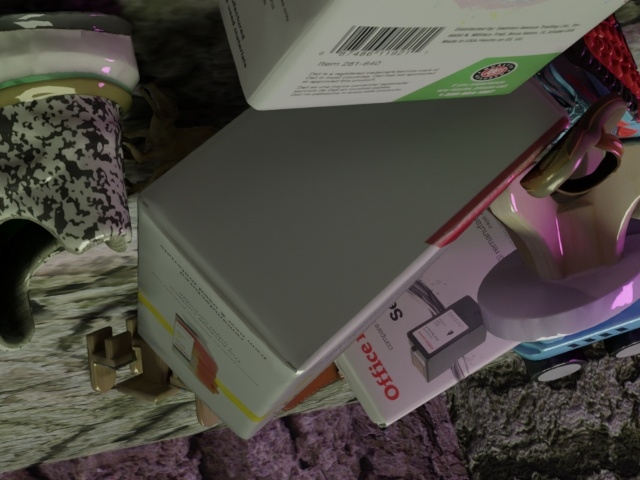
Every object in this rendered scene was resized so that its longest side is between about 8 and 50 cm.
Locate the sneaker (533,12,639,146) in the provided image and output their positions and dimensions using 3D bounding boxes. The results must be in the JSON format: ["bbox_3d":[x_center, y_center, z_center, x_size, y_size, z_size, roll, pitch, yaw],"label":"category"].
[{"bbox_3d":[0.230,-0.127,0.939,0.125,0.104,0.262,-19,165,20],"label":"sneaker"}]

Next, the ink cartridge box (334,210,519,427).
[{"bbox_3d":[0.137,0.078,1.270,0.272,0.198,0.115,-31,172,-7],"label":"ink cartridge box"}]

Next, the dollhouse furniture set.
[{"bbox_3d":[-0.170,0.194,1.440,0.212,0.161,0.242,9,-162,36],"label":"dollhouse furniture set"}]

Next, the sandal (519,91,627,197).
[{"bbox_3d":[0.199,-0.062,0.771,0.072,0.049,0.180,-50,173,31],"label":"sandal"}]

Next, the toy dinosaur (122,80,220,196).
[{"bbox_3d":[-0.124,-0.074,0.860,0.092,0.053,0.183,-20,165,9],"label":"toy dinosaur"}]

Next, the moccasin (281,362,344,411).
[{"bbox_3d":[0.090,0.126,1.434,0.380,0.147,0.139,-26,141,-24],"label":"moccasin"}]

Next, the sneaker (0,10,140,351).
[{"bbox_3d":[-0.268,0.001,0.724,0.158,0.182,0.410,0,159,-47],"label":"sneaker"}]

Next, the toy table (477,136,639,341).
[{"bbox_3d":[0.258,-0.025,1.088,0.252,0.161,0.274,-5,-161,28],"label":"toy table"}]

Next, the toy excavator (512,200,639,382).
[{"bbox_3d":[0.461,0.040,1.660,0.432,0.222,0.445,-22,156,16],"label":"toy excavator"}]

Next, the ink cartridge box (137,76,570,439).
[{"bbox_3d":[0.000,0.000,0.855,0.279,0.160,0.385,-42,174,-18],"label":"ink cartridge box"}]

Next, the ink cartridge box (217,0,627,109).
[{"bbox_3d":[0.088,-0.184,0.541,0.201,0.117,0.278,-8,164,-29],"label":"ink cartridge box"}]
